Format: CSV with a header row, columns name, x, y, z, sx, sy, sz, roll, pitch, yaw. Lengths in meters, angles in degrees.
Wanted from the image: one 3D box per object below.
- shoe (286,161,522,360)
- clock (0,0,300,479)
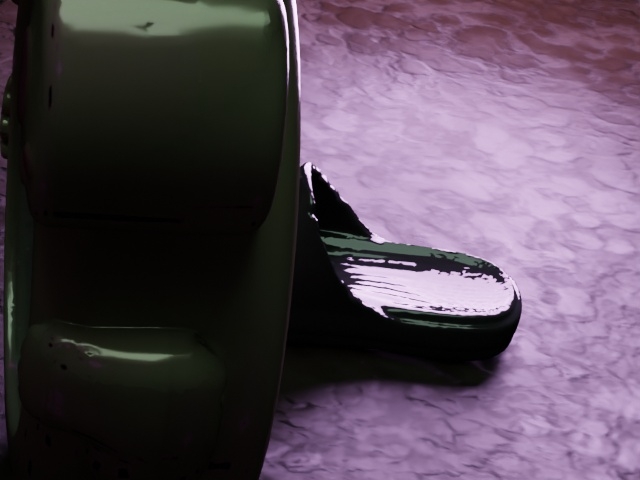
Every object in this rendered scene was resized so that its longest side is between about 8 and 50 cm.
name,x,y,z,sx,sy,sz,roll,pitch,yaw
shoe,0.000,0.000,1.076,0.241,0.093,0.108,8,29,-7
clock,-0.084,-0.008,0.822,0.114,0.309,0.284,1,28,-13
